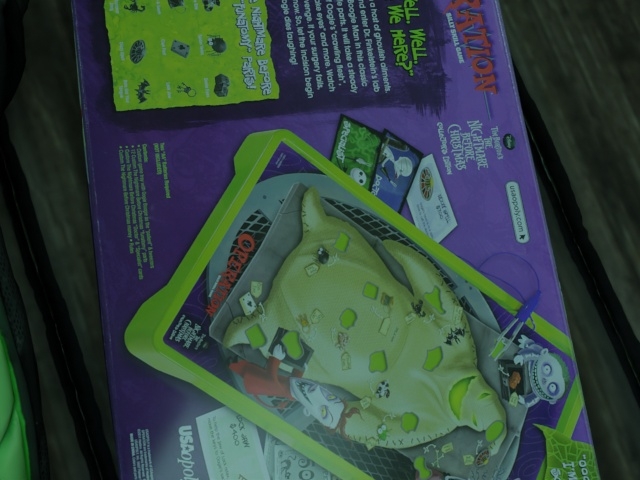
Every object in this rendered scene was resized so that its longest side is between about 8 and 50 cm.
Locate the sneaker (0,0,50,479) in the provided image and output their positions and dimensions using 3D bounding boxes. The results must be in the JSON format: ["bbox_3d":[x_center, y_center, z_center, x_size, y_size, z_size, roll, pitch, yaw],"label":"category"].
[{"bbox_3d":[-0.179,-0.060,0.702,0.185,0.202,0.483,-14,85,30],"label":"sneaker"}]

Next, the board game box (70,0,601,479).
[{"bbox_3d":[0.000,0.000,0.783,0.208,0.056,0.347,-6,67,-5],"label":"board game box"}]
